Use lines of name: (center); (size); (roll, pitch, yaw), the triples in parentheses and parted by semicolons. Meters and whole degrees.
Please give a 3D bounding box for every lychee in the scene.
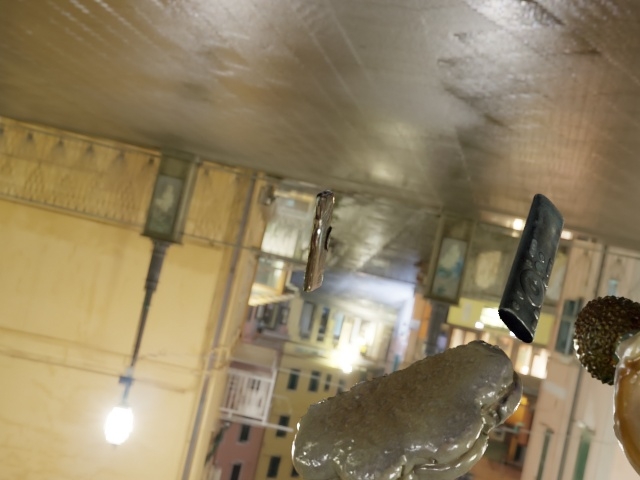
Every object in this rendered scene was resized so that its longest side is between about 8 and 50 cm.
lychee: (0.520, 0.171, 1.486); (0.171, 0.171, 0.171); (13, 177, 1)

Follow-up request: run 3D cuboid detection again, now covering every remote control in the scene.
remote control: (0.454, 0.050, 1.810); (0.107, 0.377, 0.044); (44, 135, -15)

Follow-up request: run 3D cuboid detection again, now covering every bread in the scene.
bread: (0.120, 0.264, 1.158); (0.337, 0.102, 0.183); (-26, -152, 10)

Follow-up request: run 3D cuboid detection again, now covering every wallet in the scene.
wallet: (0.000, 0.000, 1.973); (0.031, 0.232, 0.122); (10, -169, 14)

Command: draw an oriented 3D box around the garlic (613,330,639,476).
garlic: (0.552, 0.213, 1.117); (0.286, 0.249, 0.313); (-29, -138, -24)
